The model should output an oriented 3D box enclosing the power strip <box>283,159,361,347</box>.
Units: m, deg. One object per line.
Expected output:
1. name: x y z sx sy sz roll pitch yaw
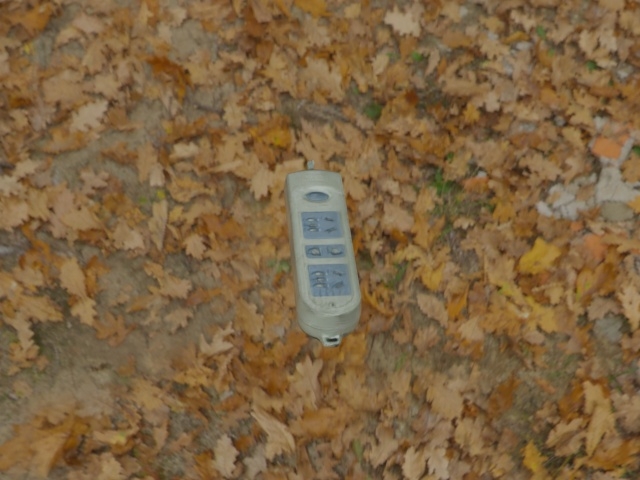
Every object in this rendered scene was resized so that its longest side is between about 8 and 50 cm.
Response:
1. power strip: 0.000 0.000 0.618 0.047 0.030 0.191 -1 44 -6
